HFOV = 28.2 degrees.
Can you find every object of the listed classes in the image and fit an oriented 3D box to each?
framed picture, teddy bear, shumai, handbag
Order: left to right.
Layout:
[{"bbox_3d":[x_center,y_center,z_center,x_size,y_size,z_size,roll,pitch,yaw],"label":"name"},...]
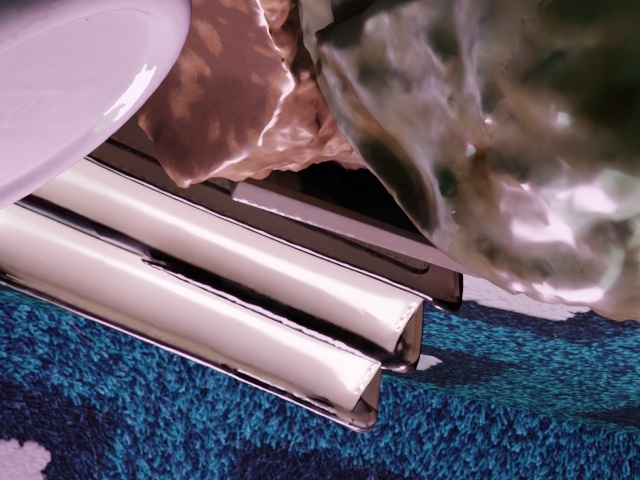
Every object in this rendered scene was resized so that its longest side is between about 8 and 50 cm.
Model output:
[{"bbox_3d":[-0.083,-0.030,0.967,0.358,0.237,0.160,24,125,-10],"label":"handbag"},{"bbox_3d":[-0.009,-0.150,0.735,0.246,0.222,0.296,23,136,38],"label":"teddy bear"},{"bbox_3d":[0.008,-0.069,0.918,0.192,0.018,0.265,18,-156,-22],"label":"framed picture"},{"bbox_3d":[0.120,-0.177,0.395,0.292,0.330,0.288,-24,148,-11],"label":"shumai"}]

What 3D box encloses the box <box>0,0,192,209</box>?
[{"bbox_3d":[-0.192,-0.114,0.555,0.262,0.206,0.291,-30,168,-31],"label":"box"}]
